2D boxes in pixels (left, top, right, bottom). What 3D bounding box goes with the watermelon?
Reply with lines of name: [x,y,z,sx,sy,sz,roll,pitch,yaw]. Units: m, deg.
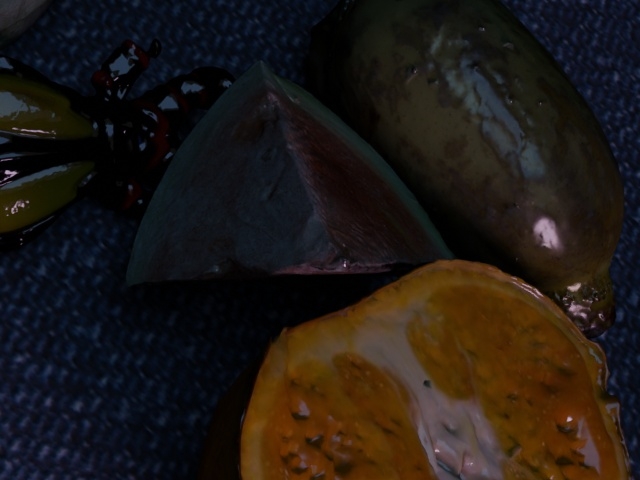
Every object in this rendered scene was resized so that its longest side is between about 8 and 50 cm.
watermelon: [-0.009,0.007,1.182,0.207,0.136,0.202,25,31,-13]

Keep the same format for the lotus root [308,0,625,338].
lotus root: [0.123,-0.068,1.298,0.173,0.173,0.309,-36,86,-33]

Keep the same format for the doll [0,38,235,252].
doll: [-0.169,-0.066,1.198,0.248,0.088,0.127,-4,68,-30]

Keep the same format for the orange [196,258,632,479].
orange: [0.056,0.153,1.101,0.274,0.310,0.274,1,97,10]

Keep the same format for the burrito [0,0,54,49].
burrito: [-0.271,-0.125,1.174,0.066,0.096,0.309,42,54,12]
